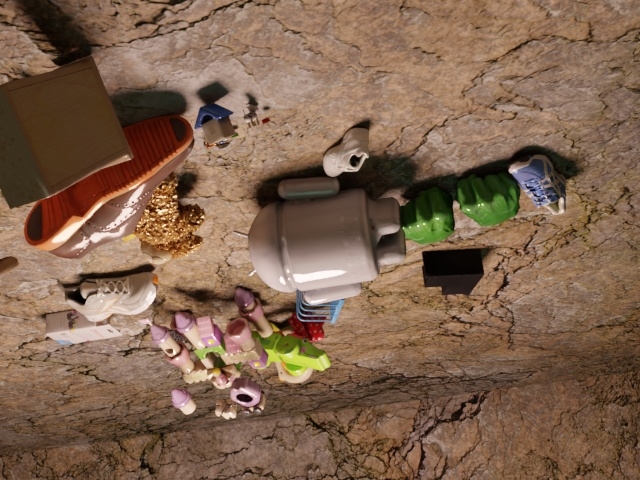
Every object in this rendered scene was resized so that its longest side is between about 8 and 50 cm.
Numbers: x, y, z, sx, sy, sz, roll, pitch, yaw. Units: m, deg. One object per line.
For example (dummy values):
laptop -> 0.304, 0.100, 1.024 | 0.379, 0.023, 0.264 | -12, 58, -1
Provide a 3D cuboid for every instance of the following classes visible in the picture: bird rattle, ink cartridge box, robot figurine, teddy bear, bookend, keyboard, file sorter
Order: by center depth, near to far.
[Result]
teddy bear -> -0.348, -0.045, 1.642 | 0.245, 0.113, 0.338 | 2, 154, -13
robot figurine -> 0.000, 0.000, 1.710 | 0.353, 0.200, 0.300 | -10, 114, 9
file sorter -> -0.003, 0.131, 2.099 | 0.104, 0.118, 0.170 | 1, 154, -7
bookend -> 0.333, 0.090, 2.141 | 0.156, 0.072, 0.157 | -2, 156, -7
ink cartridge box -> -0.646, 0.233, 2.221 | 0.181, 0.062, 0.104 | -9, 156, 6
bird rattle -> -0.072, 0.317, 2.402 | 0.253, 0.207, 0.143 | -15, 174, 39
keyboard -> -0.397, 0.291, 2.456 | 0.180, 0.023, 0.108 | -8, 155, 6

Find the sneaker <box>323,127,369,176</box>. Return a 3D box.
sneaker -> 0.047, -0.156, 1.557 | 0.053, 0.061, 0.152 | 3, 155, -24

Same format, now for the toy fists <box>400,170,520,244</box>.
toy fists -> 0.296, -0.073, 1.760 | 0.279, 0.096, 0.142 | -16, 164, 17

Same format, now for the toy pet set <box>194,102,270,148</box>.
toy pet set -> -0.172, -0.209, 1.417 | 0.122, 0.065, 0.114 | -19, -173, 32

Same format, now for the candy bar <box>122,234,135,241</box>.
candy bar -> -0.468, -0.030, 1.753 | 0.040, 0.018, 0.161 | -21, 153, 27

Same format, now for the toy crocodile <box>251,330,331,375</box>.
toy crocodile -> -0.123, 0.303, 2.299 | 0.340, 0.105, 0.115 | 5, 142, 32

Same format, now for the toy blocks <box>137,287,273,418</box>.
toy blocks -> -0.304, 0.278, 2.141 | 0.288, 0.309, 0.260 | -13, 132, 18

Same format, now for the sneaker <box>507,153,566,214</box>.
sneaker -> 0.469, -0.120, 1.712 | 0.080, 0.081, 0.211 | -24, 149, 37

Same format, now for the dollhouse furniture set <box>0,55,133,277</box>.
dollhouse furniture set -> -0.530, -0.122, 1.211 | 0.394, 0.362, 0.256 | -15, -165, 18

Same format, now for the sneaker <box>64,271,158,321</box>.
sneaker -> -0.522, 0.131, 2.001 | 0.262, 0.099, 0.121 | -20, 148, 25

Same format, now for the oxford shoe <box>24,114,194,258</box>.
oxford shoe -> -0.358, -0.092, 1.458 | 0.363, 0.130, 0.133 | -32, 144, 14
